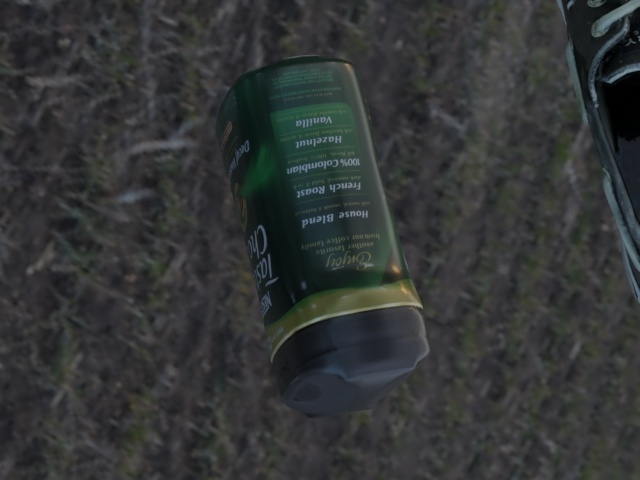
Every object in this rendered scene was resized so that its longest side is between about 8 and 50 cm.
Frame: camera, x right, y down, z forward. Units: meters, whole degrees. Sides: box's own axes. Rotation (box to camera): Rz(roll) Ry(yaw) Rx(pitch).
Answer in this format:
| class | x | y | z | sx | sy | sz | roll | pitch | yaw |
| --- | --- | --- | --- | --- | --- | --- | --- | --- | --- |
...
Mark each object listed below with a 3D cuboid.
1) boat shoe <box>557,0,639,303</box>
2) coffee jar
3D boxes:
| class | x | y | z | sx | sy | sz | roll | pitch | yaw |
| --- | --- | --- | --- | --- | --- | --- | --- | --- | --- |
| boat shoe | 0.139 | -0.074 | 0.620 | 0.070 | 0.078 | 0.219 | 33 | 46 | -73 |
| coffee jar | 0.000 | 0.000 | 0.838 | 0.079 | 0.184 | 0.096 | -9 | 160 | -18 |
